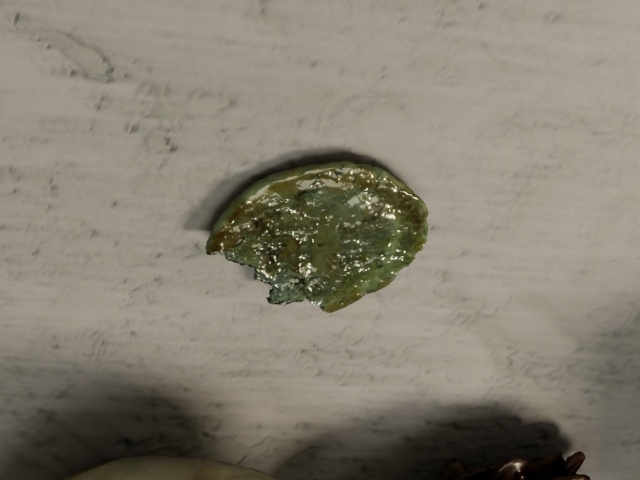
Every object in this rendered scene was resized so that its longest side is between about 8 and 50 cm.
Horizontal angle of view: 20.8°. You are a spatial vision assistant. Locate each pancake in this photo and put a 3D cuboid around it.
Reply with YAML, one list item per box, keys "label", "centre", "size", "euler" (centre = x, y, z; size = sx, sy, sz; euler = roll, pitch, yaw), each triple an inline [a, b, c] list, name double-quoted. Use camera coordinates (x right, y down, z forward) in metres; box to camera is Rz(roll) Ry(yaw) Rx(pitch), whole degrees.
- label: "pancake"
  centre: [0.005, -0.002, 1.003]
  size: [0.116, 0.022, 0.129]
  euler: [-31, 139, 16]

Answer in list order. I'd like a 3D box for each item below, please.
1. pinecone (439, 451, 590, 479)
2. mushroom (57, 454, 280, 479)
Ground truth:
- label: "pinecone"
  centre: [0.128, 0.245, 1.224]
  size: [0.207, 0.208, 0.208]
  euler: [-9, 142, -7]
- label: "mushroom"
  centre: [-0.059, 0.302, 1.123]
  size: [0.315, 0.356, 0.315]
  euler: [-27, 161, -10]
